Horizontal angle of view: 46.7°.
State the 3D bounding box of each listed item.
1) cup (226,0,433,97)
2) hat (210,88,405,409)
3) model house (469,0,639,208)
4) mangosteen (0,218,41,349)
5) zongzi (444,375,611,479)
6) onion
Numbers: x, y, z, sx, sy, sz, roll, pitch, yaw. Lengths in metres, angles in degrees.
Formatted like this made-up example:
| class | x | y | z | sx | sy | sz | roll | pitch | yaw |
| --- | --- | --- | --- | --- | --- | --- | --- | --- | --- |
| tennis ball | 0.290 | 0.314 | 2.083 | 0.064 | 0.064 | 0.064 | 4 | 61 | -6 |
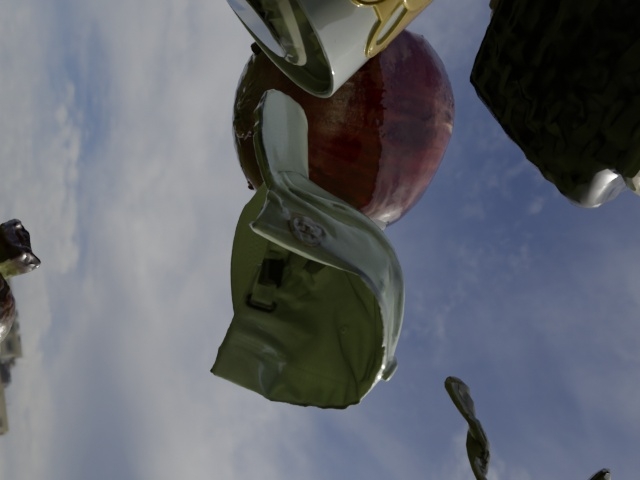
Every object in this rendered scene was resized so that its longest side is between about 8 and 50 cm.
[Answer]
| class | x | y | z | sx | sy | sz | roll | pitch | yaw |
| --- | --- | --- | --- | --- | --- | --- | --- | --- | --- |
| cup | 0.021 | -0.262 | 0.578 | 0.185 | 0.226 | 0.241 | 47 | -10 | 31 |
| hat | -0.006 | 0.002 | 0.749 | 0.257 | 0.168 | 0.301 | 113 | -18 | -50 |
| model house | 0.253 | -0.137 | 0.426 | 0.243 | 0.299 | 0.284 | 108 | -3 | -58 |
| mangosteen | -0.383 | 0.058 | 0.605 | 0.233 | 0.288 | 0.287 | -118 | -147 | -68 |
| zongzi | -0.006 | 0.357 | 0.265 | 0.500 | 0.218 | 0.467 | -38 | -159 | 9 |
| onion | 0.031 | -0.155 | 1.093 | 0.341 | 0.341 | 0.341 | 13 | -75 | 57 |
